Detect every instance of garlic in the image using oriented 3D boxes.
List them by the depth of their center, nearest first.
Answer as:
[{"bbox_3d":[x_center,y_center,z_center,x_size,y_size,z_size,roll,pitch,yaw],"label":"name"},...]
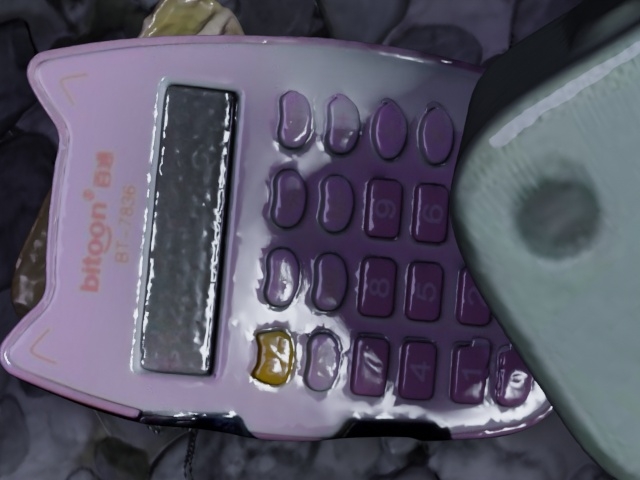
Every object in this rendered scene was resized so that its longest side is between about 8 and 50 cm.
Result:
[{"bbox_3d":[-0.081,-0.032,0.811,0.087,0.101,0.195,28,89,30],"label":"garlic"}]

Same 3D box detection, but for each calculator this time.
[{"bbox_3d":[0.000,0.000,0.751,0.294,0.043,0.194,5,85,-10],"label":"calculator"}]

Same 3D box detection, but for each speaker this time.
[{"bbox_3d":[0.252,-0.082,0.625,0.406,0.184,0.183,-31,102,13],"label":"speaker"}]
